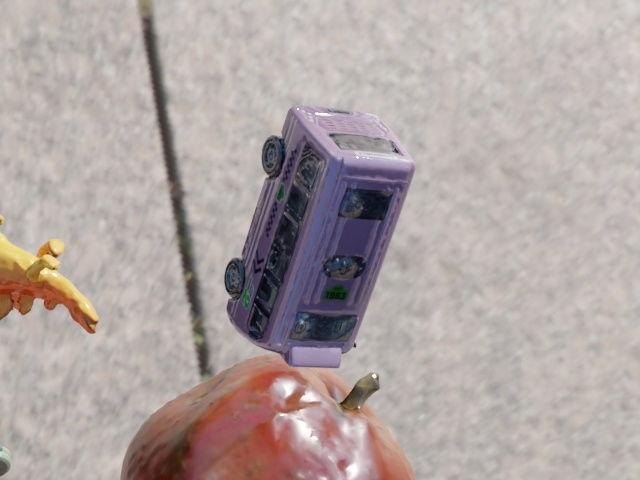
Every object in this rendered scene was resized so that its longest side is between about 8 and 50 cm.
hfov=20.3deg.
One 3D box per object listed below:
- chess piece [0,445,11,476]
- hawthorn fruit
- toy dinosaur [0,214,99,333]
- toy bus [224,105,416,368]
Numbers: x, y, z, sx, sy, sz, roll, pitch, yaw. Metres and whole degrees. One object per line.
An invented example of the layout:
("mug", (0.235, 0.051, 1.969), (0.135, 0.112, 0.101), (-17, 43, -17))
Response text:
("chess piece", (-0.320, 0.179, 1.708), (0.042, 0.042, 0.093), (-2, 50, -16))
("hawthorn fruit", (-0.041, 0.236, 1.631), (0.275, 0.275, 0.300), (41, 101, 3))
("toy dinosaur", (-0.330, 0.010, 1.666), (0.288, 0.070, 0.117), (36, 105, 4))
("toy bus", (0.000, 0.000, 1.417), (0.096, 0.199, 0.108), (4, 27, -30))
